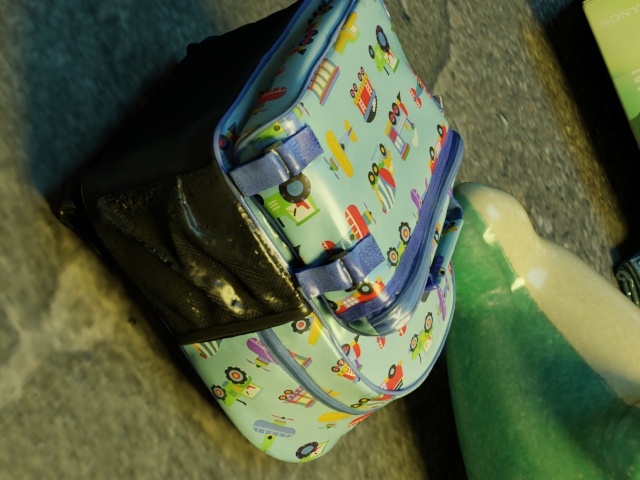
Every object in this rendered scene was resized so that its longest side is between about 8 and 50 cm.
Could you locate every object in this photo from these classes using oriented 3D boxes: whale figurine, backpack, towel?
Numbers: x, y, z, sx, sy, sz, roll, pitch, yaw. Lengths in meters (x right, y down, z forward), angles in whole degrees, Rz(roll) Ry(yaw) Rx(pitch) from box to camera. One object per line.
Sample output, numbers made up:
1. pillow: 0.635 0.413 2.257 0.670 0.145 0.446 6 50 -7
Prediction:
1. whale figurine: 0.118 0.094 0.601 0.272 0.141 0.216 52 -4 -11
2. backpack: 0.000 0.000 0.491 0.173 0.117 0.158 59 34 -22
3. towel: 0.288 0.036 0.993 0.119 0.029 0.067 -22 93 -59

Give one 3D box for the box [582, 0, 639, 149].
1. box: 0.316 -0.080 1.029 0.322 0.059 0.232 64 18 -8
